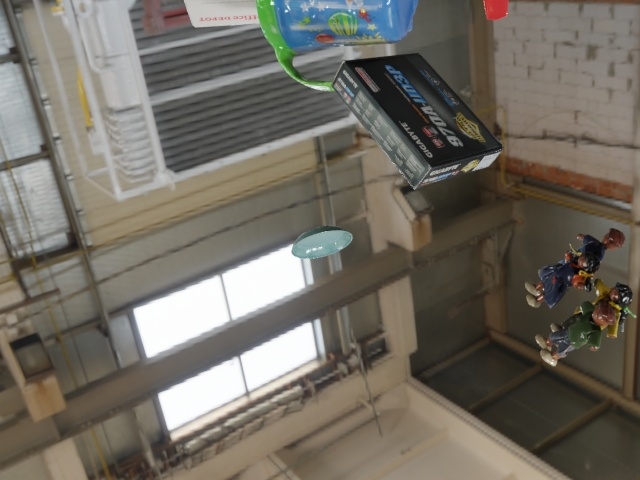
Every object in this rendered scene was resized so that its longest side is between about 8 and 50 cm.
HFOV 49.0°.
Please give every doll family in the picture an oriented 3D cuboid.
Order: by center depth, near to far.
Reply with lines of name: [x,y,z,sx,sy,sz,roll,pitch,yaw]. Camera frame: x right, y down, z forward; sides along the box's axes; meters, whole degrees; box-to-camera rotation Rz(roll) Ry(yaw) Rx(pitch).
doll family: [0.300,0.055,0.795,0.076,0.111,0.193,24,-139,-24]

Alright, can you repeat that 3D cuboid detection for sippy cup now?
sippy cup: [0.041,-0.423,1.169,0.223,0.306,0.240,13,-139,21]

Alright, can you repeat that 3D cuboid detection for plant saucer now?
plant saucer: [0.000,0.000,1.315,0.119,0.119,0.021,-13,-113,-8]

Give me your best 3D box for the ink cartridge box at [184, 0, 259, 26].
ink cartridge box: [-0.179,-0.542,1.315,0.171,0.233,0.168,-2,-111,1]

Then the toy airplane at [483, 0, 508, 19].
toy airplane: [0.239,-0.351,0.865,0.151,0.151,0.028,-6,-168,7]

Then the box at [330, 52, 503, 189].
box: [0.145,-0.186,1.054,0.175,0.051,0.220,-17,-118,-38]
